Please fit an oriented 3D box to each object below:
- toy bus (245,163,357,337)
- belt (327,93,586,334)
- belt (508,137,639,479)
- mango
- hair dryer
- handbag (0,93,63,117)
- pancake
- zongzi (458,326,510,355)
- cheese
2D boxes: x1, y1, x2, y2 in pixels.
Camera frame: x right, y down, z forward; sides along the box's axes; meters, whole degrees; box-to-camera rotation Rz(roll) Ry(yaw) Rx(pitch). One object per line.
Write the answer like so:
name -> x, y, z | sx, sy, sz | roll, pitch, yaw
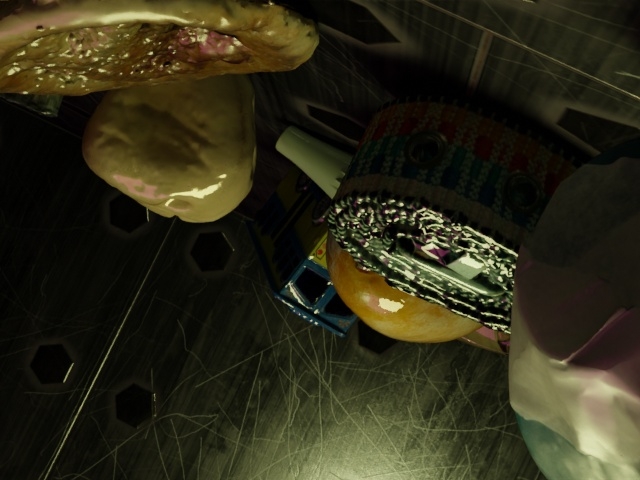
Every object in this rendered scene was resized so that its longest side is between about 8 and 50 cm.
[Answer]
toy bus -> 0.000, 0.000, 1.887 | 0.138, 0.175, 0.287 | 32, -167, -23
belt -> 0.166, -0.028, 1.223 | 0.295, 0.160, 0.207 | 23, 155, -1
belt -> 0.319, 0.099, 0.920 | 0.437, 0.300, 0.173 | 30, 174, -36
mango -> 0.138, 0.013, 1.511 | 0.199, 0.221, 0.384 | -10, 176, 34
hair dryer -> 0.043, -0.089, 1.788 | 0.229, 0.092, 0.267 | 33, -175, 0
handbag -> -0.406, -0.269, 1.493 | 0.270, 0.175, 0.088 | 25, 178, 5
pancake -> -0.171, -0.181, 1.139 | 0.356, 0.065, 0.356 | -7, 176, 0
zongzi -> 0.265, 0.077, 1.946 | 0.289, 0.154, 0.317 | 16, 166, 23
cheese -> -0.176, -0.132, 1.464 | 0.117, 0.218, 0.235 | 61, -177, -80
